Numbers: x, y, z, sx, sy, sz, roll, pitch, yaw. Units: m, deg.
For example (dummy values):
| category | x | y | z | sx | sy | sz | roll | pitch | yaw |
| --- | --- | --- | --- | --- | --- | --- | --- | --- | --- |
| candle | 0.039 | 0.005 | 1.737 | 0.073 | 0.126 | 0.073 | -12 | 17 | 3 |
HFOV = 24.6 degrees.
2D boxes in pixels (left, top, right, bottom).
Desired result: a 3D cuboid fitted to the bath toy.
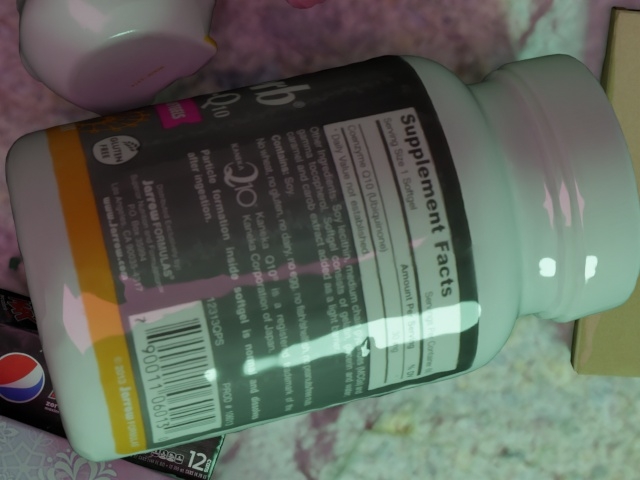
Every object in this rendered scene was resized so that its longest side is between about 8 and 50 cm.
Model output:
| category | x | y | z | sx | sy | sz | roll | pitch | yaw |
| --- | --- | --- | --- | --- | --- | --- | --- | --- | --- |
| bath toy | 0.004 | -0.185 | 0.692 | 0.348 | 0.151 | 0.129 | -28 | 69 | 10 |

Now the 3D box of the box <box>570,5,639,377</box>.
| category | x | y | z | sx | sy | sz | roll | pitch | yaw |
| --- | --- | --- | --- | --- | --- | --- | --- | --- | --- |
| box | 0.227 | -0.020 | 0.793 | 0.164 | 0.021 | 0.201 | 3 | 105 | -2 |

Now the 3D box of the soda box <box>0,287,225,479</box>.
| category | x | y | z | sx | sy | sz | roll | pitch | yaw |
| --- | --- | --- | --- | --- | --- | --- | --- | --- | --- |
| soda box | -0.130 | 0.075 | 0.798 | 0.169 | 0.053 | 0.060 | 18 | 104 | -6 |

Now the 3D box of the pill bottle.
| category | x | y | z | sx | sy | sz | roll | pitch | yaw |
| --- | --- | --- | --- | --- | --- | --- | --- | --- | --- |
| pill bottle | 0.000 | 0.000 | 0.711 | 0.278 | 0.162 | 0.162 | -13 | 106 | -10 |

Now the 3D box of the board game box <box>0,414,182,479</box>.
| category | x | y | z | sx | sy | sz | roll | pitch | yaw |
| --- | --- | --- | --- | --- | --- | --- | --- | --- | --- |
| board game box | -0.238 | 0.222 | 0.700 | 0.318 | 0.066 | 0.318 | 22 | 63 | -16 |
